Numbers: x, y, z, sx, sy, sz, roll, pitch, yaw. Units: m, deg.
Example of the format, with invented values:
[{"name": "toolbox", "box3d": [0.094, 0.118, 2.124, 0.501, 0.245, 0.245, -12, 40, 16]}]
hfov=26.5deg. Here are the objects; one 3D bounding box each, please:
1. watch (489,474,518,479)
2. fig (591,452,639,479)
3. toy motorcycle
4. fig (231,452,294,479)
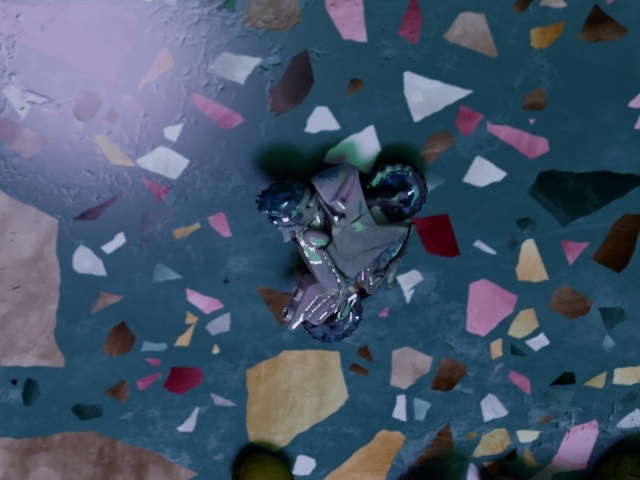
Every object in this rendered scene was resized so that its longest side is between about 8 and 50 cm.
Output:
[{"name": "watch", "box3d": [0.277, 0.554, 1.888, 0.327, 0.335, 0.314, -47, 121, 7]}, {"name": "fig", "box3d": [0.459, 0.370, 1.940, 0.156, 0.123, 0.123, 22, 116, -37]}, {"name": "toy motorcycle", "box3d": [-0.002, -0.002, 1.604, 0.204, 0.108, 0.239, 18, 92, -28]}, {"name": "fig", "box3d": [-0.074, 0.320, 1.816, 0.088, 0.074, 0.074, -1, 124, -30]}]
